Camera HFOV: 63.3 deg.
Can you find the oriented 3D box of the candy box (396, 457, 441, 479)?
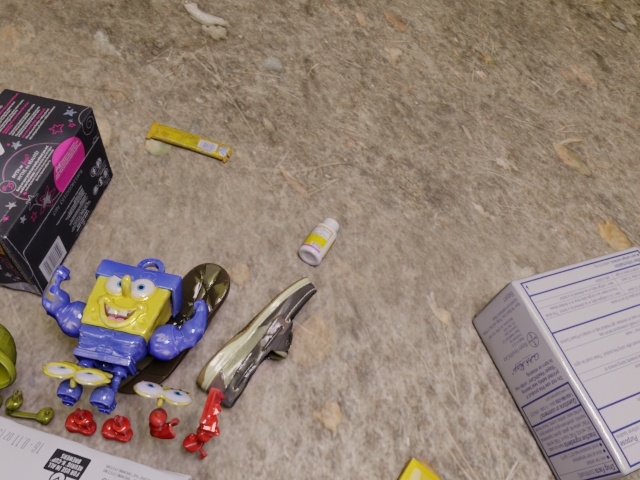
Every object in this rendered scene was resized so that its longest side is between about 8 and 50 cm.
[{"bbox_3d":[0.107,0.397,0.663,0.105,0.027,0.206,35,57,14],"label":"candy box"}]

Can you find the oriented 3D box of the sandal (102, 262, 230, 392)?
[{"bbox_3d":[-0.211,0.125,0.741,0.090,0.060,0.219,35,75,9],"label":"sandal"}]

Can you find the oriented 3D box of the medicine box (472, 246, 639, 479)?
[{"bbox_3d":[0.433,0.186,0.800,0.263,0.149,0.290,-12,61,-19],"label":"medicine box"}]

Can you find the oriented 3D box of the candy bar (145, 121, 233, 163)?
[{"bbox_3d":[-0.243,-0.183,0.966,0.161,0.018,0.040,18,59,-1],"label":"candy bar"}]

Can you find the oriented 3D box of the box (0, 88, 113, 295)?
[{"bbox_3d":[-0.436,-0.072,0.763,0.141,0.163,0.248,14,55,1],"label":"box"}]

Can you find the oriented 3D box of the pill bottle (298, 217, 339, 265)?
[{"bbox_3d":[0.000,0.000,0.886,0.043,0.043,0.083,30,56,8],"label":"pill bottle"}]

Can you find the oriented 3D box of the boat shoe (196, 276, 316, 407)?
[{"bbox_3d":[-0.077,0.147,0.758,0.073,0.080,0.223,43,64,9],"label":"boat shoe"}]

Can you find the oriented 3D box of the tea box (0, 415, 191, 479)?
[{"bbox_3d":[-0.323,0.340,0.424,0.328,0.220,0.324,15,38,4],"label":"tea box"}]

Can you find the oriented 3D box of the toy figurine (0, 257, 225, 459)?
[{"bbox_3d":[-0.276,0.115,0.669,0.362,0.191,0.217,12,51,2],"label":"toy figurine"}]
